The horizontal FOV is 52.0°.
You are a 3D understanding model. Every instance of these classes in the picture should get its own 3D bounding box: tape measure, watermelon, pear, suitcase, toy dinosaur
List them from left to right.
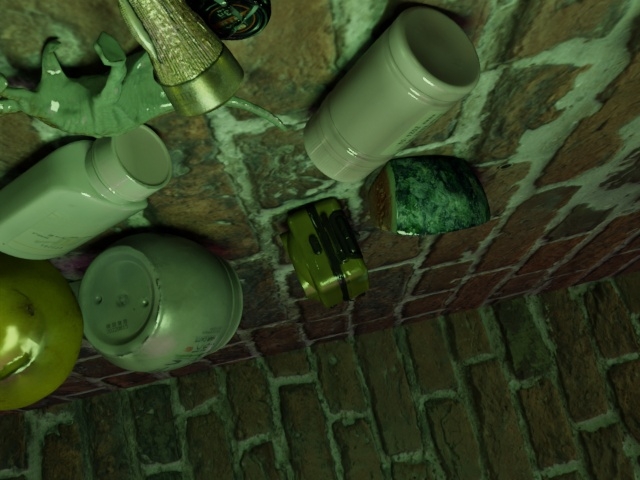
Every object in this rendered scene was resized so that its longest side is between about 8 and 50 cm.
[{"bbox_3d":[-0.550,0.151,1.164,0.285,0.284,0.336,-15,-170,5],"label":"pear"},{"bbox_3d":[-0.221,-0.178,0.771,0.393,0.092,0.205,-2,157,-34],"label":"toy dinosaur"},{"bbox_3d":[-0.100,-0.250,0.699,0.094,0.054,0.091,-11,164,15],"label":"tape measure"},{"bbox_3d":[0.010,0.036,1.394,0.143,0.193,0.235,-23,162,-2],"label":"suitcase"},{"bbox_3d":[0.214,-0.093,1.325,0.226,0.148,0.318,-5,-176,37],"label":"watermelon"}]

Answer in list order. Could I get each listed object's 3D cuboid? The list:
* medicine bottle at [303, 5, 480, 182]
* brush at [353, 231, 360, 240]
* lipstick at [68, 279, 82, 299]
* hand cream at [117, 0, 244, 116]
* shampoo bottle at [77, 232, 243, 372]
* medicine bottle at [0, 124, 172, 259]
[{"bbox_3d":[0.087,-0.187,0.890,0.133,0.133,0.250,-1,157,-33],"label":"medicine bottle"},{"bbox_3d":[0.000,0.000,1.559,0.197,0.021,0.070,-3,157,-28],"label":"brush"},{"bbox_3d":[-0.637,0.157,1.493,0.372,0.079,0.076,-13,161,-1],"label":"lipstick"},{"bbox_3d":[-0.153,-0.218,0.634,0.084,0.083,0.203,-18,133,14],"label":"hand cream"},{"bbox_3d":[-0.313,0.123,1.308,0.273,0.272,0.266,-22,164,24],"label":"shampoo bottle"},{"bbox_3d":[-0.359,-0.068,0.975,0.296,0.111,0.161,-23,161,33],"label":"medicine bottle"}]
